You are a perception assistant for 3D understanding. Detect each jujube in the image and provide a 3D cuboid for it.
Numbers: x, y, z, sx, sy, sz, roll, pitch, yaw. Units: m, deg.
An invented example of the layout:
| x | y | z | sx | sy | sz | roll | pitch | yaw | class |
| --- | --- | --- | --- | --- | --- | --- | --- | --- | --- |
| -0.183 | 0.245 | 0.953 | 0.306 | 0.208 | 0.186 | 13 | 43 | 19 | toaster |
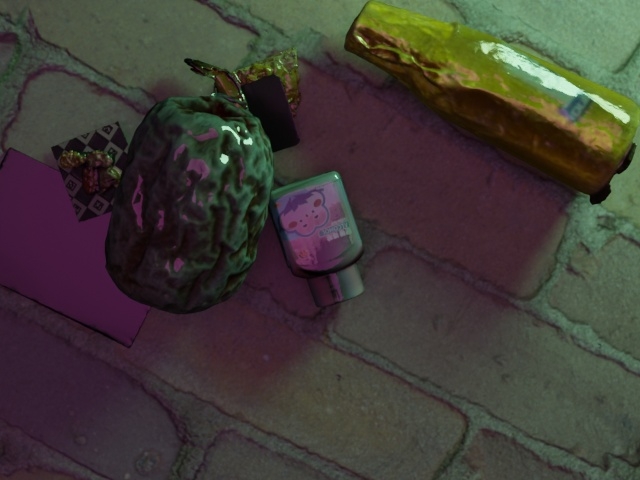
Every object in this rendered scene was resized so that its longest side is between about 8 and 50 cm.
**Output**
| x | y | z | sx | sy | sz | roll | pitch | yaw | class |
| --- | --- | --- | --- | --- | --- | --- | --- | --- | --- |
| -0.182 | -0.048 | 1.431 | 0.226 | 0.226 | 0.317 | 17 | 105 | -3 | jujube |

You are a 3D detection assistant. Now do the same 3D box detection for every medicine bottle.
| x | y | z | sx | sy | sz | roll | pitch | yaw | class |
| --- | --- | --- | --- | --- | --- | --- | --- | --- | --- |
| 0.000 | 0.000 | 1.516 | 0.119 | 0.094 | 0.188 | -19 | 95 | -1 | medicine bottle |

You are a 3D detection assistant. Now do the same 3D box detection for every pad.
| x | y | z | sx | sy | sz | roll | pitch | yaw | class |
| --- | --- | --- | --- | --- | --- | --- | --- | --- | --- |
| -0.384 | 0.012 | 1.551 | 0.299 | 0.005 | 0.202 | 26 | 94 | -4 | pad |
| -0.117 | -0.176 | 1.526 | 0.157 | 0.003 | 0.112 | -16 | 95 | 14 | pad |

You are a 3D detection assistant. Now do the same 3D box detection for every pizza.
| x | y | z | sx | sy | sz | roll | pitch | yaw | class |
| --- | --- | --- | --- | --- | --- | --- | --- | --- | --- |
| -0.071 | -0.251 | 1.528 | 0.123 | 0.026 | 0.109 | 31 | 91 | -3 | pizza |

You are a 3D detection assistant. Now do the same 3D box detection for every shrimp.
| x | y | z | sx | sy | sz | roll | pitch | yaw | class |
| --- | --- | --- | --- | --- | --- | --- | --- | --- | --- |
| -0.206 | -0.196 | 1.517 | 0.195 | 0.035 | 0.148 | -12 | 100 | 4 | shrimp |

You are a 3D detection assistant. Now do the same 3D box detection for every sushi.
| x | y | z | sx | sy | sz | roll | pitch | yaw | class |
| --- | --- | --- | --- | --- | --- | --- | --- | --- | --- |
| -0.335 | -0.100 | 1.516 | 0.120 | 0.026 | 0.126 | -19 | 95 | 10 | sushi |

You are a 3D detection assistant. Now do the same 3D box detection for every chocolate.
| x | y | z | sx | sy | sz | roll | pitch | yaw | class |
| --- | --- | --- | --- | --- | --- | --- | --- | --- | --- |
| 0.244 | -0.215 | 1.475 | 0.445 | 0.162 | 0.162 | 25 | 94 | -2 | chocolate |
